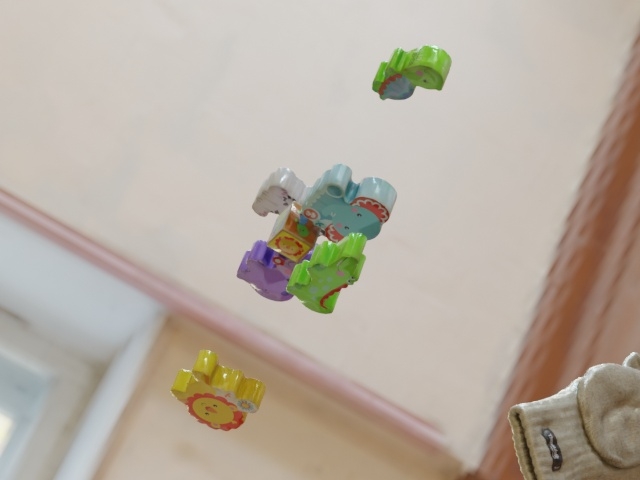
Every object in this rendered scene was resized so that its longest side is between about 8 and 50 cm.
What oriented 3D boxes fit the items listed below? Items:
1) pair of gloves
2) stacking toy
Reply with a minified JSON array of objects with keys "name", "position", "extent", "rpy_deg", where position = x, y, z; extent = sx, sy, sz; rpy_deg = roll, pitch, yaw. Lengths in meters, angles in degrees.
[{"name":"pair of gloves","position":[0.236,0.215,1.498],"extent":[0.204,0.240,0.042],"rpy_deg":[-20,-2,-45]},{"name":"stacking toy","position":[0.000,0.000,1.127],"extent":[0.221,0.052,0.167],"rpy_deg":[-43,20,51]}]
